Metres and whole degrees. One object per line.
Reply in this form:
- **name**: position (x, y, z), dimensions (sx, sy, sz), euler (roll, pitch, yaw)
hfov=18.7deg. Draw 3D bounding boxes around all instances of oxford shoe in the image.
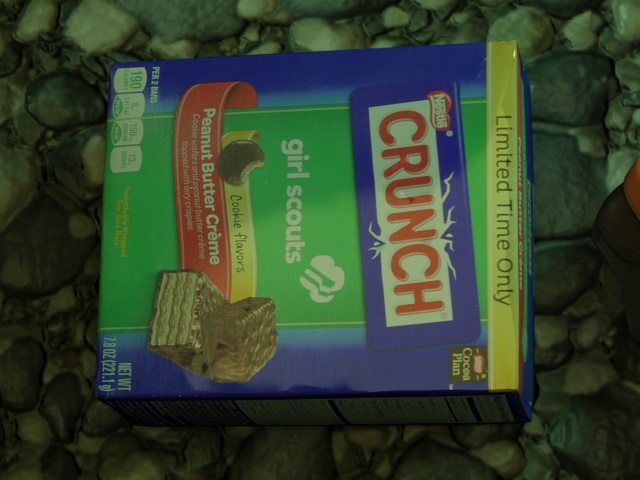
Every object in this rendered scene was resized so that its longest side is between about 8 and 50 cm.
- **oxford shoe**: position (0.289, 0.067, 1.404), dimensions (0.098, 0.097, 0.271), euler (-52, 54, 40)

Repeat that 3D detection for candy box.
- **candy box**: position (0.000, 0.000, 1.462), dimensions (0.317, 0.122, 0.268), euler (-2, 75, 10)
